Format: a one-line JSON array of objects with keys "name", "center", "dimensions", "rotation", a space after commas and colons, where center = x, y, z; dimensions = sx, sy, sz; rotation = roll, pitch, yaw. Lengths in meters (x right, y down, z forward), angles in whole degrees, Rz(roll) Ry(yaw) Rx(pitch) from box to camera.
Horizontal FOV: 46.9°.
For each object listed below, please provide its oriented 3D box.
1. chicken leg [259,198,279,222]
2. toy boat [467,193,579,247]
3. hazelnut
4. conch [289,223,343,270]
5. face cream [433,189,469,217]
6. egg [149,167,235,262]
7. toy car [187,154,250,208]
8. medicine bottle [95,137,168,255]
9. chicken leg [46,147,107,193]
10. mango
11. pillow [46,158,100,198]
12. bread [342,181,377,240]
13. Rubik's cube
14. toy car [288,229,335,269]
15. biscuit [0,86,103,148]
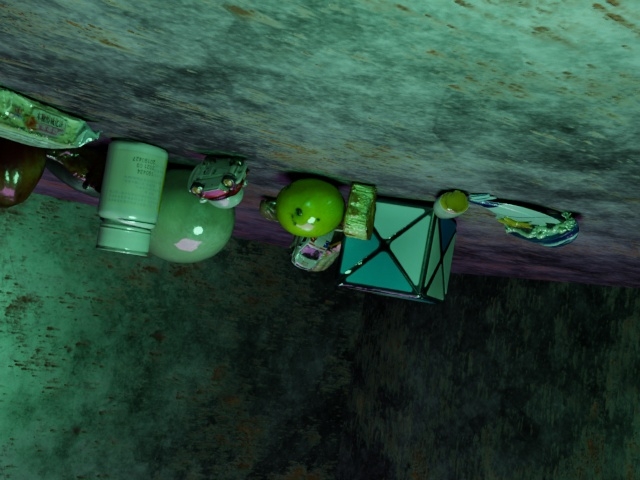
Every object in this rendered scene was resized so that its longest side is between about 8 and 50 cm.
[{"name": "chicken leg", "center": [-0.150, -0.096, 2.326], "dimensions": [0.084, 0.069, 0.198], "rotation": [11, -178, -2]}, {"name": "toy boat", "center": [0.457, -0.063, 1.702], "dimensions": [0.291, 0.067, 0.220], "rotation": [25, 167, -29]}, {"name": "hazelnut", "center": [-0.734, -0.177, 1.686], "dimensions": [0.251, 0.217, 0.217], "rotation": [10, 176, 41]}, {"name": "conch", "center": [-0.005, -0.011, 2.549], "dimensions": [0.210, 0.159, 0.291], "rotation": [24, 129, -38]}, {"name": "face cream", "center": [0.298, -0.080, 1.702], "dimensions": [0.072, 0.051, 0.182], "rotation": [11, 176, 1]}, {"name": "egg", "center": [-0.375, -0.067, 1.982], "dimensions": [0.258, 0.259, 0.352], "rotation": [13, 173, -36]}, {"name": "toy car", "center": [-0.223, -0.125, 1.704], "dimensions": [0.139, 0.112, 0.112], "rotation": [-2, 137, 24]}, {"name": "medicine bottle", "center": [-0.447, -0.098, 1.736], "dimensions": [0.143, 0.258, 0.143], "rotation": [10, 176, 1]}, {"name": "chicken leg", "center": [-0.573, -0.168, 1.858], "dimensions": [0.322, 0.083, 0.177], "rotation": [36, -160, 15]}, {"name": "mango", "center": [-0.024, -0.084, 1.827], "dimensions": [0.175, 0.143, 0.293], "rotation": [3, -175, 4]}, {"name": "pillow", "center": [-0.647, -0.179, 2.095], "dimensions": [0.186, 0.106, 0.250], "rotation": [15, 177, 36]}, {"name": "bread", "center": [0.097, -0.071, 1.781], "dimensions": [0.069, 0.128, 0.140], "rotation": [11, 169, 10]}, {"name": "Rubik's cube", "center": [0.207, 0.026, 1.959], "dimensions": [0.248, 0.247, 0.250], "rotation": [7, 175, 24]}, {"name": "toy car", "center": [-0.013, -0.014, 2.150], "dimensions": [0.089, 0.210, 0.108], "rotation": [26, 170, -28]}, {"name": "biscuit", "center": [-0.601, -0.241, 1.448], "dimensions": [0.186, 0.079, 0.309], "rotation": [4, 173, 31]}]
